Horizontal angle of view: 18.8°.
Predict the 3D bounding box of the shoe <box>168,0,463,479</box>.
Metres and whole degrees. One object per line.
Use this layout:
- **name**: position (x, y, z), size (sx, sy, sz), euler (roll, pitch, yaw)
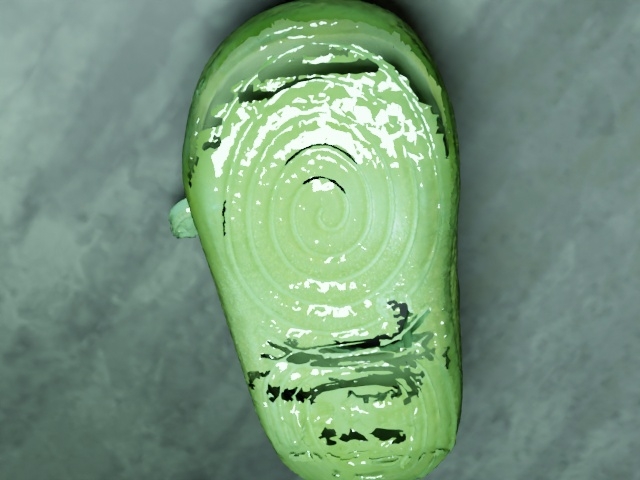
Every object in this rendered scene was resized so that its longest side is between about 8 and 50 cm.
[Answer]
- **shoe**: position (-0.001, 0.003, 0.968), size (0.140, 0.128, 0.262), euler (-13, 112, -5)
